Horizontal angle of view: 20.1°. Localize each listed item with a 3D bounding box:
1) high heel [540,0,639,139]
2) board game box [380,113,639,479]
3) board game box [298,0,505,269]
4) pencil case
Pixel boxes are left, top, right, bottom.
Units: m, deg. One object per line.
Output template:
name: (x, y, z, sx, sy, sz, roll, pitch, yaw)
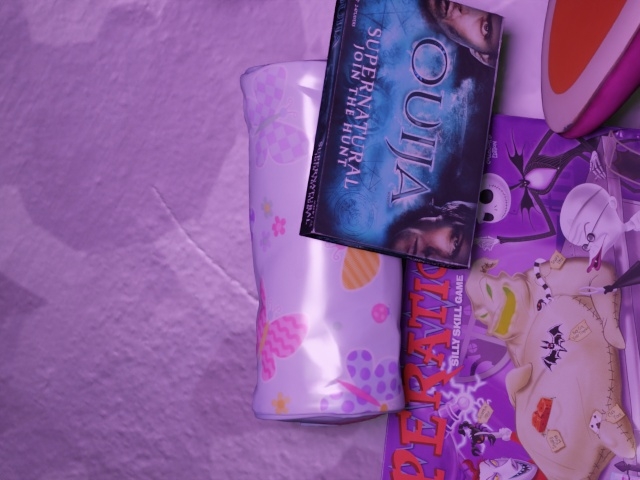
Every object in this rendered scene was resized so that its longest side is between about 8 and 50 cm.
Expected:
high heel: (0.295, -0.221, 1.246, 0.181, 0.127, 0.377, 20, 106, -30)
board game box: (0.155, 0.085, 1.309, 0.208, 0.056, 0.347, 8, 94, 31)
board game box: (0.059, -0.082, 1.265, 0.126, 0.026, 0.186, 12, 81, -23)
pencil case: (0.000, 0.000, 1.314, 0.113, 0.124, 0.273, -1, 86, -25)
